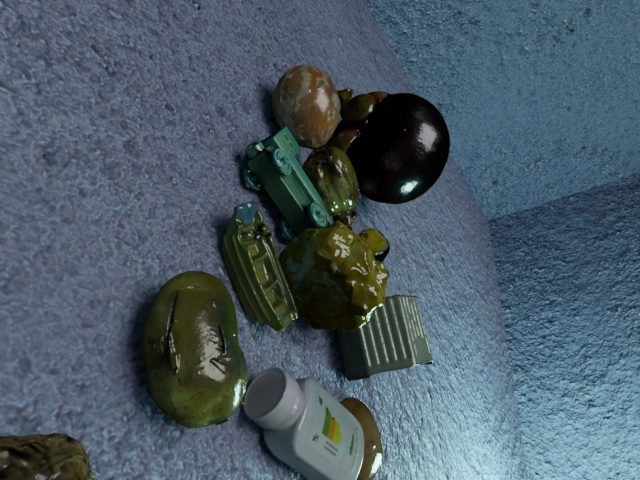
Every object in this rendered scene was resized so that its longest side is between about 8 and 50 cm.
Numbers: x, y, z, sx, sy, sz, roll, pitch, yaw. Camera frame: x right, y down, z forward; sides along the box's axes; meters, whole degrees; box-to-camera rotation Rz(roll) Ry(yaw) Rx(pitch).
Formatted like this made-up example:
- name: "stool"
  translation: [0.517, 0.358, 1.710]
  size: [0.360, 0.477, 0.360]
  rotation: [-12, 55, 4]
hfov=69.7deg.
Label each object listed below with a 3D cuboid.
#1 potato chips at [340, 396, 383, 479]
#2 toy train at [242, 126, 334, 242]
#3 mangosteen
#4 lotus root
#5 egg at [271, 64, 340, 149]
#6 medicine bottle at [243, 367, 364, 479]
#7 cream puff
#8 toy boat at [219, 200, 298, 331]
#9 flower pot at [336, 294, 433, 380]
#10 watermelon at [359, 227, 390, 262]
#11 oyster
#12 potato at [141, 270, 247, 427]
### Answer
- name: "potato chips"
  translation: [0.110, 0.496, 1.147]
  size: [0.195, 0.062, 0.208]
  rotation: [10, 63, -59]
- name: "toy train"
  translation: [-0.071, -0.133, 1.161]
  size: [0.298, 0.120, 0.194]
  rotation: [56, 28, -18]
- name: "mangosteen"
  translation: [0.218, -0.329, 1.538]
  size: [0.435, 0.382, 0.381]
  rotation: [29, 47, -27]
- name: "lotus root"
  translation: [0.040, -0.145, 1.328]
  size: [0.154, 0.154, 0.278]
  rotation: [-74, 147, -46]
- name: "egg"
  translation: [-0.039, -0.371, 1.289]
  size: [0.195, 0.195, 0.233]
  rotation: [-9, 78, -60]
- name: "medicine bottle"
  translation: [-0.025, 0.380, 0.941]
  size: [0.296, 0.111, 0.161]
  rotation: [50, 35, -30]
- name: "cream puff"
  translation: [0.035, 0.076, 1.068]
  size: [0.185, 0.282, 0.281]
  rotation: [-43, 111, -42]
- name: "toy boat"
  translation: [-0.137, 0.059, 0.982]
  size: [0.111, 0.084, 0.276]
  rotation: [-31, 103, -63]
- name: "flower pot"
  translation: [0.163, 0.258, 1.227]
  size: [0.239, 0.209, 0.189]
  rotation: [10, 64, -55]
- name: "watermelon"
  translation: [0.141, 0.039, 1.466]
  size: [0.129, 0.123, 0.301]
  rotation: [40, 28, 12]
- name: "oyster"
  translation: [-0.346, 0.296, 0.489]
  size: [0.294, 0.094, 0.166]
  rotation: [23, 62, -45]
- name: "potato"
  translation: [-0.200, 0.170, 0.742]
  size: [0.169, 0.144, 0.248]
  rotation: [34, 44, -61]
